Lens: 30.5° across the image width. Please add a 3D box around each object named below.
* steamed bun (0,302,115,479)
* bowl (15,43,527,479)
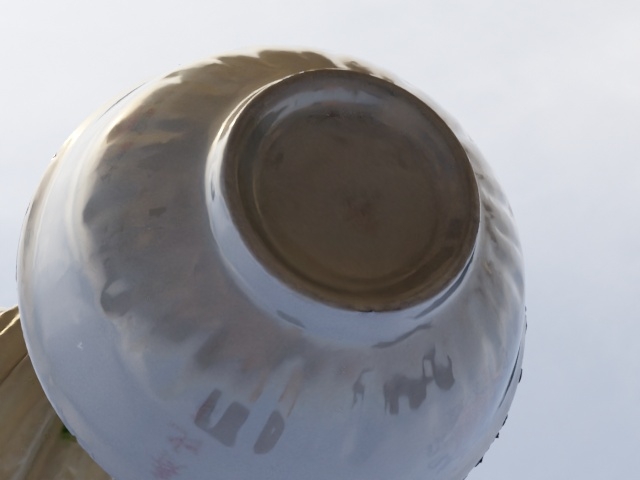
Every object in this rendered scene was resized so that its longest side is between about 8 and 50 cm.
[{"bbox_3d":[-0.146,0.112,0.583,0.182,0.106,0.183,-1,-109,3],"label":"steamed bun"},{"bbox_3d":[0.000,0.000,0.386,0.189,0.086,0.189,7,-114,-15],"label":"bowl"}]
